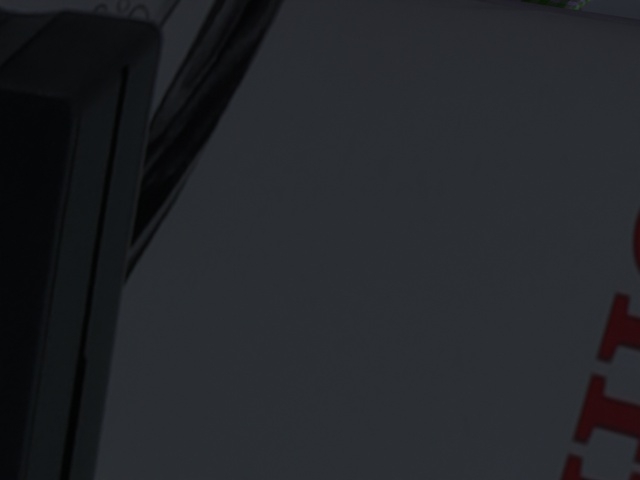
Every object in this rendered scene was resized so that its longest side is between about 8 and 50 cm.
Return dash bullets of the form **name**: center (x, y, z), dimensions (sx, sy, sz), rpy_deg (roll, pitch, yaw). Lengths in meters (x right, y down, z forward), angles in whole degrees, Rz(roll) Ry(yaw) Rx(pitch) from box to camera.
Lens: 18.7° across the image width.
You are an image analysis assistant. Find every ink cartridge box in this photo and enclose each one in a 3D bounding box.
- **ink cartridge box**: center (-0.049, 0.079, 0.498), dimensions (0.166, 0.395, 0.285), rpy_deg (26, 79, -58)

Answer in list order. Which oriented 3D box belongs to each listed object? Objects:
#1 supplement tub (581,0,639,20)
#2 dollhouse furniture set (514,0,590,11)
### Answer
- **supplement tub**: center (0.163, -0.101, 0.901), dimensions (0.325, 0.235, 0.235), rpy_deg (36, 71, -57)
- **dollhouse furniture set**: center (-0.028, -0.094, 0.651), dimensions (0.151, 0.197, 0.301), rpy_deg (-2, 103, -58)
